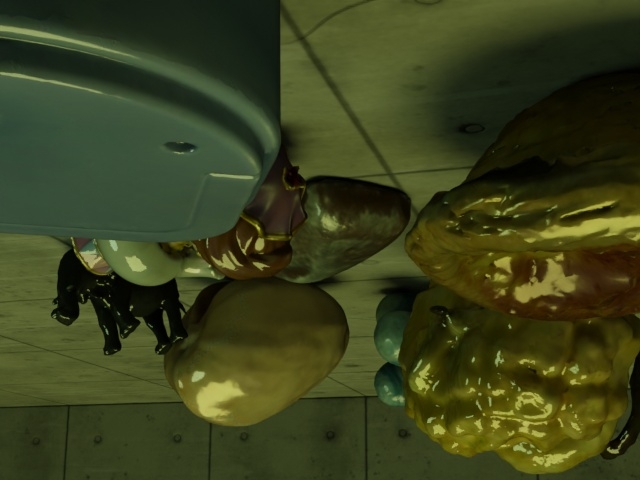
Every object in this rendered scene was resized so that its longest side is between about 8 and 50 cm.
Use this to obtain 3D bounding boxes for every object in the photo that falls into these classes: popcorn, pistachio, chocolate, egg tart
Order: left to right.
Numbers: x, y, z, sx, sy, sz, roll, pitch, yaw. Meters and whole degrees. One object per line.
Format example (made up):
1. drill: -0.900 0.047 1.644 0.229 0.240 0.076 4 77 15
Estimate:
1. pistachio: -0.102 0.166 1.615 0.309 0.230 0.230 -9 175 -44
2. chocolate: -0.002 0.001 1.288 0.157 0.080 0.254 10 162 -31
3. popcorn: 0.282 0.156 1.348 0.382 0.349 0.349 40 149 -18
4. egg tart: 0.297 -0.041 0.952 0.443 0.178 0.443 -2 166 0

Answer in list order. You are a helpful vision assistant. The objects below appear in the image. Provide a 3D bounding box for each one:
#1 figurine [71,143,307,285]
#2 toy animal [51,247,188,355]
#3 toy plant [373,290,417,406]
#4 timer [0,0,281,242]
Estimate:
1. figurine: -0.128 -0.028 1.083 0.263 0.142 0.189 -8 140 26
2. toy animal: -0.292 0.087 1.482 0.114 0.146 0.245 -27 158 20
3. toy plant: 0.209 0.188 1.718 0.247 0.247 0.332 -13 158 40
4. timer: -0.202 -0.126 0.653 0.395 0.173 0.395 2 165 0
